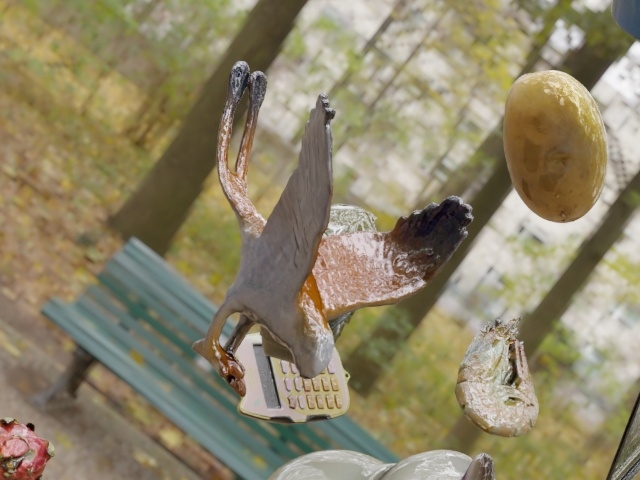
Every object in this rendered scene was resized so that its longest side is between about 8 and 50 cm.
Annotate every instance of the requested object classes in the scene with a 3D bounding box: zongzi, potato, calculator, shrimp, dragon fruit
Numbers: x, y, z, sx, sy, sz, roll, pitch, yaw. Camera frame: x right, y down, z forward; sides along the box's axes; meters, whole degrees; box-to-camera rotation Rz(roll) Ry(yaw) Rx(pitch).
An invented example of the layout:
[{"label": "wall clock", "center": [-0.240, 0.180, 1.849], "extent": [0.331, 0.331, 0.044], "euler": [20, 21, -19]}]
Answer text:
[{"label": "zongzi", "center": [0.000, 0.000, 1.991], "extent": [0.125, 0.251, 0.274], "euler": [13, -40, 17]}, {"label": "potato", "center": [0.334, -0.132, 2.133], "extent": [0.146, 0.150, 0.234], "euler": [-68, 147, -50]}, {"label": "calculator", "center": [-0.049, 0.223, 2.415], "extent": [0.236, 0.033, 0.157], "euler": [3, 62, -36]}, {"label": "shrimp", "center": [0.234, 0.177, 1.935], "extent": [0.115, 0.051, 0.217], "euler": [35, 38, -9]}, {"label": "dragon fruit", "center": [-0.347, 0.244, 1.658], "extent": [0.086, 0.081, 0.116], "euler": [56, -36, 4]}]

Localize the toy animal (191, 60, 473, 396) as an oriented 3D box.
[{"label": "toy animal", "center": [-0.058, -0.007, 1.470], "extent": [0.284, 0.302, 0.225], "euler": [27, -2, 44]}]

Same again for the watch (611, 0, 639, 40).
[{"label": "watch", "center": [0.468, -0.298, 1.629], "extent": [0.305, 0.274, 0.241], "euler": [-132, -152, -55]}]

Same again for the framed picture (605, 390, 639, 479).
[{"label": "framed picture", "center": [0.324, 0.149, 1.423], "extent": [0.010, 0.195, 0.199], "euler": [28, 31, 23]}]

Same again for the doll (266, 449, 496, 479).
[{"label": "doll", "center": [0.073, 0.369, 1.899], "extent": [0.370, 0.226, 0.215], "euler": [-2, -46, 44]}]
